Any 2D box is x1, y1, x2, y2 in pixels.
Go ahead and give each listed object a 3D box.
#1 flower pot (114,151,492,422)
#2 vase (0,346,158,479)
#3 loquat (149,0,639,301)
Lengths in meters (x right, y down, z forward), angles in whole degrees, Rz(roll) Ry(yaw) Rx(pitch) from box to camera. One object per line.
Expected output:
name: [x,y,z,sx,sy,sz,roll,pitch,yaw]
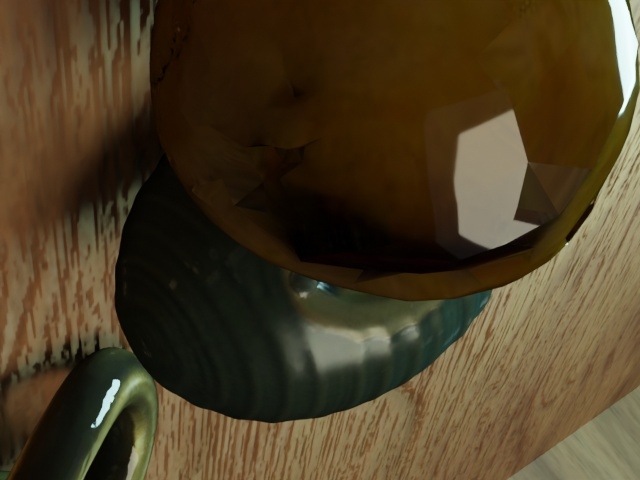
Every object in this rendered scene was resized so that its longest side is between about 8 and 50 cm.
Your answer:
flower pot: [0.000,0.000,1.018,0.243,0.189,0.157,-34,-169,-25]
vase: [-0.186,0.227,1.219,0.302,0.241,0.329,-13,125,-75]
loquat: [0.033,-0.083,0.836,0.235,0.235,0.235,-34,161,-14]
